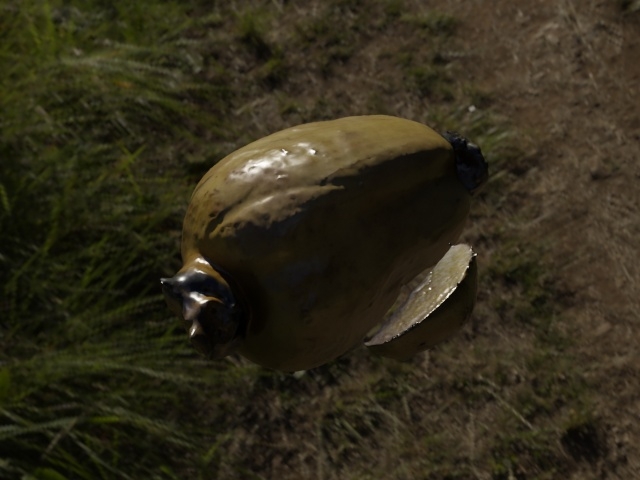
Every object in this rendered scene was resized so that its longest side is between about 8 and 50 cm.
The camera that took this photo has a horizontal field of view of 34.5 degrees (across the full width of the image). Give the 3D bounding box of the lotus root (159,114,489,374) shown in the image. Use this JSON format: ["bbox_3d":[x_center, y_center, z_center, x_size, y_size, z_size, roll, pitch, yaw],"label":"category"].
[{"bbox_3d":[0.000,0.000,0.701,0.257,0.154,0.140,-26,19,-26],"label":"lotus root"}]

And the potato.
[{"bbox_3d":[0.070,0.042,0.588,0.037,0.036,0.093,-4,34,52],"label":"potato"}]
